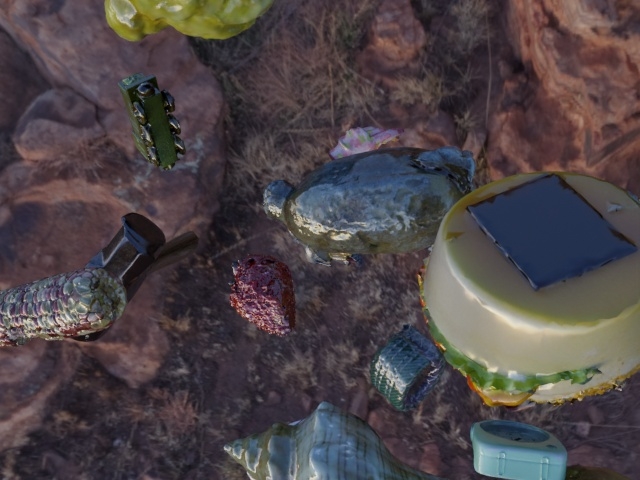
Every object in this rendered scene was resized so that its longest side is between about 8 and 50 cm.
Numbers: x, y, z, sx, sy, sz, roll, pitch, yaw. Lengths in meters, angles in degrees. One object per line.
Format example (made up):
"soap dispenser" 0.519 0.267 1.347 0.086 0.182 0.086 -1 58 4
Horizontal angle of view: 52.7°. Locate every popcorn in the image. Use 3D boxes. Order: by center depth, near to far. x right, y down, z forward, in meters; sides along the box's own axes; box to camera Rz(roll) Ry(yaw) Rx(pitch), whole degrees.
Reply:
"popcorn" -0.238 -0.504 1.175 0.334 0.293 0.293 6 106 1

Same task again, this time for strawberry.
"strawberry" -0.118 0.096 1.310 0.140 0.085 0.192 -1 55 3

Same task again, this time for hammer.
"hammer" -0.330 0.044 1.272 0.095 0.409 0.242 41 106 4

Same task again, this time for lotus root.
"lotus root" 0.077 -0.055 1.035 0.349 0.175 0.175 -7 70 16

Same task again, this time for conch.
"conch" 0.049 0.330 0.817 0.386 0.203 0.169 23 49 24

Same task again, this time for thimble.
"thimble" 0.148 0.221 1.113 0.118 0.135 0.090 -36 56 -23

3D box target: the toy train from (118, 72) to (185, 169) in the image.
"toy train" -0.365 -0.259 1.396 0.090 0.226 0.137 -30 54 -22

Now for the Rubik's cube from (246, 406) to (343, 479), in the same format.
"Rubik's cube" -0.016 0.555 1.544 0.207 0.205 0.205 -26 96 25

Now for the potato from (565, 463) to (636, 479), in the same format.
"potato" 0.318 0.322 0.777 0.164 0.200 0.081 -34 47 13

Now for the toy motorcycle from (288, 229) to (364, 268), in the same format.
"toy motorcycle" 0.000 -0.001 1.566 0.229 0.130 0.094 25 68 33

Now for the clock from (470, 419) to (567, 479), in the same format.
"clock" 0.227 0.243 0.763 0.101 0.135 0.041 4 90 8

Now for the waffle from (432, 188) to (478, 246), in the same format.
"waffle" 0.334 -0.039 1.598 0.253 0.249 0.056 -13 34 44

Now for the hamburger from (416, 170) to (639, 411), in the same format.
"hamburger" 0.260 0.053 0.762 0.294 0.179 0.276 -23 44 -9

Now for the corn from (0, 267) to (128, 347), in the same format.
"corn" -0.414 0.106 0.950 0.289 0.098 0.098 -15 68 23

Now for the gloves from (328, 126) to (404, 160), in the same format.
"gloves" 0.152 -0.300 2.025 0.241 0.126 0.145 -35 36 -1
